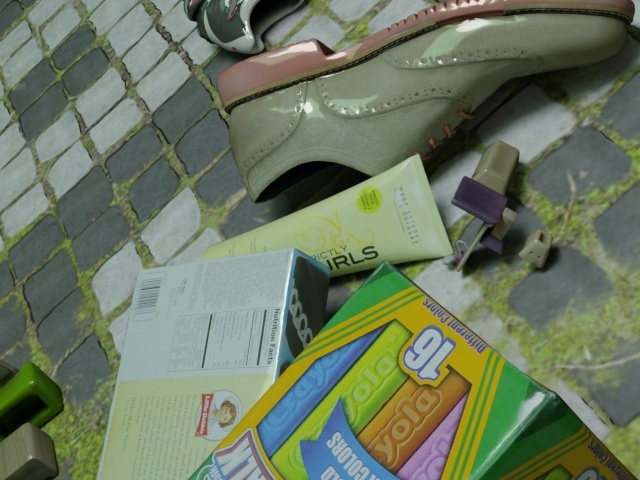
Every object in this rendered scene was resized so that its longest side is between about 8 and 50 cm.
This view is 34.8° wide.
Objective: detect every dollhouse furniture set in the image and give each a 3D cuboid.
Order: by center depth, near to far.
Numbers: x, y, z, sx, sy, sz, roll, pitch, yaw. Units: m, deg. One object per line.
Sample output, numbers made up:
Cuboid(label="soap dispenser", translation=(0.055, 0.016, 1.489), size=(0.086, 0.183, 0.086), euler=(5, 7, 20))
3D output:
Cuboid(label="dollhouse furniture set", translation=(0.152, -0.019, 0.876), size=(0.114, 0.091, 0.081), euler=(-59, -4, -46))
Cuboid(label="dollhouse furniture set", translation=(-0.338, 0.260, 0.953), size=(0.198, 0.151, 0.301), euler=(-38, 43, 10))

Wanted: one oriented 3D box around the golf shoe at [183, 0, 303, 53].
Cuboid(label="golf shoe", translation=(-0.042, -0.339, 1.230), size=(0.120, 0.105, 0.272), euler=(37, 91, 32))

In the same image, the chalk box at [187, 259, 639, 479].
Cuboid(label="chalk box", translation=(0.039, 0.198, 0.677), size=(0.289, 0.180, 0.179), euler=(-49, 42, -1))

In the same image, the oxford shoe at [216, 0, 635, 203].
Cuboid(label="oxford shoe", translation=(0.096, -0.128, 0.946), size=(0.397, 0.140, 0.146), euler=(-12, 84, 26))

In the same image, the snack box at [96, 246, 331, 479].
Cuboid(label="snack box", translation=(-0.099, 0.172, 0.861), size=(0.187, 0.060, 0.321), euler=(-8, 64, 35))

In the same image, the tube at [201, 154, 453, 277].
Cuboid(label="tube", translation=(0.000, 0.000, 0.941), size=(0.240, 0.070, 0.062), euler=(-17, 44, 28))
